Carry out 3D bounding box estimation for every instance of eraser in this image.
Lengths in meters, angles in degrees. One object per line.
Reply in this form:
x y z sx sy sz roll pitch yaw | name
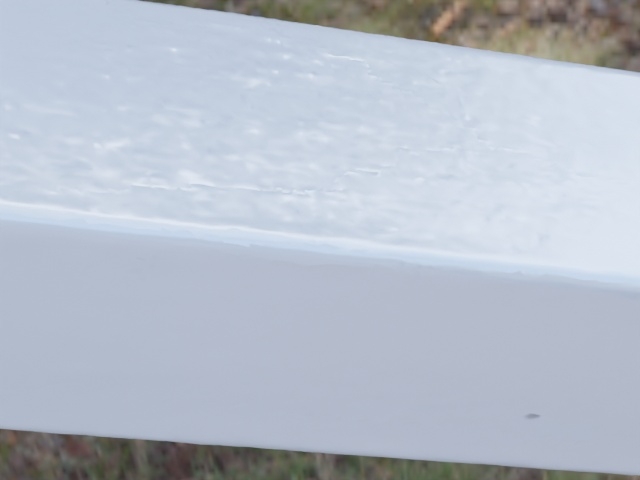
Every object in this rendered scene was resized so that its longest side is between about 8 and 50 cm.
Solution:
0.000 0.000 0.461 0.298 0.076 0.078 6 47 -18 | eraser
